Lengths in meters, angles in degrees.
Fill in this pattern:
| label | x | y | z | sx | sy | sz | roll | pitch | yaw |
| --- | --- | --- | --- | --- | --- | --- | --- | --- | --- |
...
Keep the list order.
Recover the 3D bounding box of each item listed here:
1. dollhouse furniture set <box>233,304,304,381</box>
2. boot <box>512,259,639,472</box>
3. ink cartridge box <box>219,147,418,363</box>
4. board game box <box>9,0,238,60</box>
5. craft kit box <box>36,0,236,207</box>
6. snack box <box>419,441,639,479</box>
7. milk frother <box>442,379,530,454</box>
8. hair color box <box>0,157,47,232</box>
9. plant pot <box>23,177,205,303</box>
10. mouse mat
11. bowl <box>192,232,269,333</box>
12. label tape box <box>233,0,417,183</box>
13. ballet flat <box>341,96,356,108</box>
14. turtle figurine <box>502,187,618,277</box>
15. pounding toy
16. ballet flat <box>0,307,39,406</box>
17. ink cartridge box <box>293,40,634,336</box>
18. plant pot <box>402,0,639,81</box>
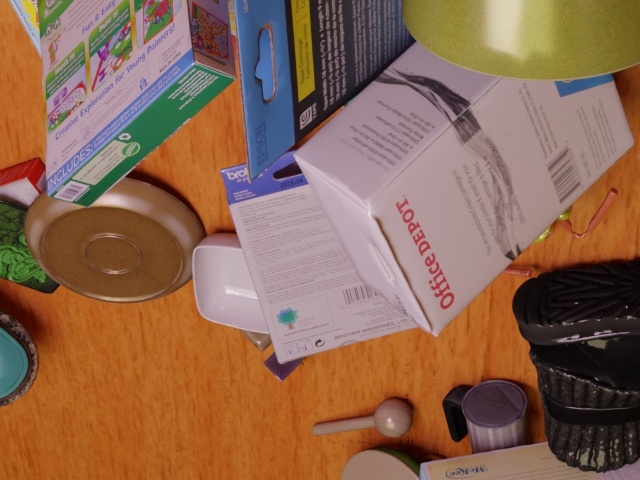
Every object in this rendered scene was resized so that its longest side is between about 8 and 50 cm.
| label | x | y | z | sx | sy | sz | roll | pitch | yaw |
| --- | --- | --- | --- | --- | --- | --- | --- | --- | --- |
| dollhouse furniture set | -0.054 | 0.119 | 2.217 | 0.114 | 0.091 | 0.081 | 44 | 178 | 9 |
| boot | 0.411 | 0.151 | 1.978 | 0.348 | 0.131 | 0.260 | -2 | 128 | 28 |
| ink cartridge box | 0.000 | 0.000 | 2.006 | 0.185 | 0.065 | 0.311 | -15 | 130 | 2 |
| board game box | -0.173 | -0.273 | 1.806 | 0.275 | 0.144 | 0.142 | -9 | 125 | 27 |
| craft kit box | -0.185 | -0.197 | 1.619 | 0.061 | 0.247 | 0.250 | 15 | 143 | -38 |
| snack box | 0.299 | 0.333 | 2.061 | 0.322 | 0.187 | 0.060 | -8 | 131 | -8 |
| milk frother | 0.201 | 0.272 | 2.162 | 0.129 | 0.143 | 0.135 | 9 | 136 | 24 |
| hair color box | -0.405 | -0.053 | 2.171 | 0.141 | 0.043 | 0.072 | -15 | 125 | 31 |
| plant pot | -0.265 | 0.009 | 2.143 | 0.236 | 0.032 | 0.236 | 2 | 139 | 2 |
| mouse mat | -0.392 | 0.011 | 2.208 | 0.152 | 0.007 | 0.189 | 21 | 147 | -21 |
| bowl | -0.088 | 0.048 | 2.133 | 0.142 | 0.053 | 0.142 | 11 | 134 | 13 |
| label tape box | -0.006 | -0.249 | 1.624 | 0.106 | 0.333 | 0.241 | 27 | 140 | 30 |
| ballet flat | 0.077 | -0.156 | 1.870 | 0.232 | 0.080 | 0.073 | 26 | 165 | 1 |
| turtle figurine | 0.195 | -0.042 | 1.906 | 0.217 | 0.087 | 0.269 | 15 | 157 | -24 |
| pounding toy | 0.117 | 0.328 | 2.296 | 0.183 | 0.110 | 0.237 | -22 | 91 | 48 |
| ballet flat | -0.587 | 0.049 | 2.260 | 0.483 | 0.164 | 0.182 | 41 | 175 | -17 |
| ink cartridge box | 0.151 | -0.092 | 1.700 | 0.129 | 0.307 | 0.223 | 36 | 163 | 41 |
| plant pot | 0.206 | -0.340 | 1.516 | 0.274 | 0.275 | 0.294 | 8 | 129 | 15 |
